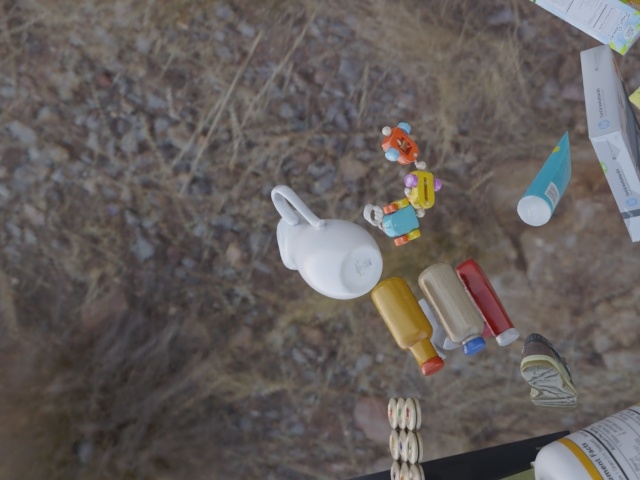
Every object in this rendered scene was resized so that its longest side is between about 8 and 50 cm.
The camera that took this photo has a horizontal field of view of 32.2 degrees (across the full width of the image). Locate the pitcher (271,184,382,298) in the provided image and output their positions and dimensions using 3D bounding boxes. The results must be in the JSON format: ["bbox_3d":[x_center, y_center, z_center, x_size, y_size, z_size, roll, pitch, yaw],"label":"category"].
[{"bbox_3d":[0.000,0.000,1.805,0.207,0.125,0.177,27,150,54],"label":"pitcher"}]

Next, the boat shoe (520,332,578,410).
[{"bbox_3d":[0.377,0.218,1.819,0.080,0.073,0.223,-5,152,22],"label":"boat shoe"}]

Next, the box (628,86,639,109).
[{"bbox_3d":[0.610,-0.183,1.796,0.232,0.058,0.087,38,106,-24],"label":"box"}]

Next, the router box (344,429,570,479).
[{"bbox_3d":[0.203,0.385,1.362,0.309,0.243,0.081,-11,145,-12],"label":"router box"}]

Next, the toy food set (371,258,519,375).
[{"bbox_3d":[0.149,0.096,1.202,0.111,0.104,0.232,-32,156,9],"label":"toy food set"}]

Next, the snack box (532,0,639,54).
[{"bbox_3d":[0.376,-0.363,1.566,0.207,0.174,0.070,33,127,12],"label":"snack box"}]

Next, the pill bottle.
[{"bbox_3d":[0.229,0.171,0.754,0.215,0.117,0.117,-23,137,-6],"label":"pill bottle"}]

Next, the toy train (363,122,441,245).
[{"bbox_3d":[0.103,-0.074,1.541,0.125,0.166,0.046,36,151,-28],"label":"toy train"}]

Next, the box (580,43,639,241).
[{"bbox_3d":[0.349,-0.111,1.285,0.038,0.145,0.186,-14,136,22],"label":"box"}]

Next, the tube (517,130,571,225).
[{"bbox_3d":[0.368,-0.095,1.756,0.052,0.207,0.080,11,124,24],"label":"tube"}]

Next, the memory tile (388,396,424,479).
[{"bbox_3d":[0.097,0.252,1.259,0.012,0.148,0.113,-2,173,-11],"label":"memory tile"}]
